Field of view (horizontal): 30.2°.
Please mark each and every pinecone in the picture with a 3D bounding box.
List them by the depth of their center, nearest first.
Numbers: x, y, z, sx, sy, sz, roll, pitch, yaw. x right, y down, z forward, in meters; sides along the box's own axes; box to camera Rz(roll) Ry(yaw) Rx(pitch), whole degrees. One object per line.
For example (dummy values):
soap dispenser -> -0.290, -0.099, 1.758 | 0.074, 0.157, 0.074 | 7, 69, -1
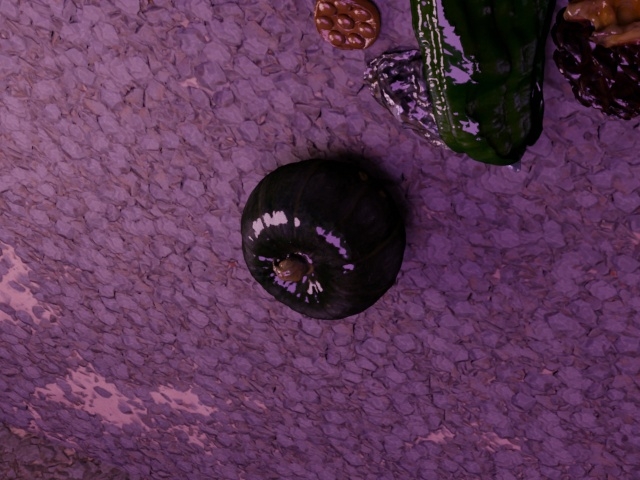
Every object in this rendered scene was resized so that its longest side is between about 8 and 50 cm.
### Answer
pinecone -> 0.401, -0.257, 1.553 | 0.221, 0.221, 0.221 | 16, 138, 15

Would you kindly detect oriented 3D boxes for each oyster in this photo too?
oyster -> 0.186, -0.197, 1.844 | 0.199, 0.087, 0.252 | -22, 107, 42

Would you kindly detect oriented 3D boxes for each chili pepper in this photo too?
chili pepper -> 0.213, -0.290, 1.632 | 0.167, 0.213, 0.385 | 23, 137, 40

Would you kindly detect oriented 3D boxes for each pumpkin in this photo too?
pumpkin -> 0.000, 0.000, 2.035 | 0.300, 0.207, 0.300 | 17, 131, 21

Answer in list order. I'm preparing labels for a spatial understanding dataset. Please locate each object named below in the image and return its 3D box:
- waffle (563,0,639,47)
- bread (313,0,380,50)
waffle -> 0.422, -0.333, 1.433 | 0.309, 0.283, 0.065 | 37, 172, 10
bread -> 0.040, -0.334, 1.807 | 0.110, 0.024, 0.110 | 16, 139, 15
